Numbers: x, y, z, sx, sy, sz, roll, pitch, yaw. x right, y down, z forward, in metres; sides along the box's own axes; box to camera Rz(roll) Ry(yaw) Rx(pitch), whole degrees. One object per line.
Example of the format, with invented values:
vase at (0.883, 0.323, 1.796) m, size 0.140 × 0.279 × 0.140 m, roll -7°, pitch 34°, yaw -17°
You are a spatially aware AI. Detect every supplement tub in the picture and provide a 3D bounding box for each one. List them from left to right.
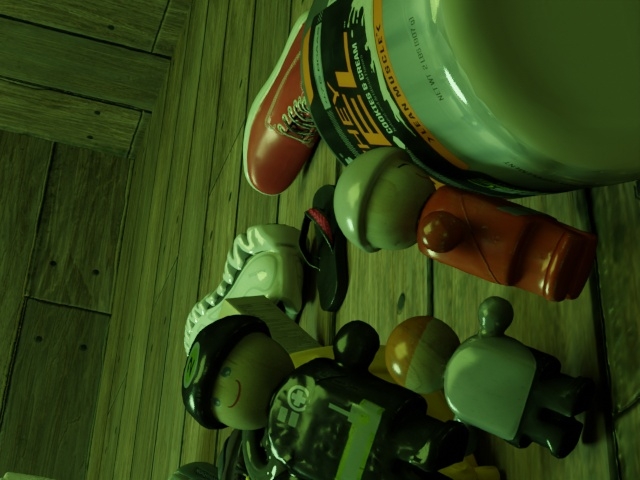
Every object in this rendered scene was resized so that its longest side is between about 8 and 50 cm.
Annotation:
supplement tub at (0.101, -0.119, 0.728) m, size 0.316 × 0.194 × 0.193 m, roll 174°, pitch 108°, yaw -75°

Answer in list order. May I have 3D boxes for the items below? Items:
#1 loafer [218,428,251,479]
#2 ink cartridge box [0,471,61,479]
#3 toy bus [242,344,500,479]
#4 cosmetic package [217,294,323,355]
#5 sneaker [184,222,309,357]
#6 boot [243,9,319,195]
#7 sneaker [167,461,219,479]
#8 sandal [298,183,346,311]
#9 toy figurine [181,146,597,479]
loafer at (-0.047, 0.230, 1.176) m, size 0.302 × 0.109 × 0.095 m, roll -122°, pitch 50°, yaw -74°
ink cartridge box at (-0.309, 0.444, 1.613) m, size 0.117 × 0.283 × 0.207 m, roll 118°, pitch 159°, yaw -46°
toy bus at (0.036, 0.215, 0.844) m, size 0.211 × 0.150 × 0.220 m, roll 54°, pitch 134°, yaw 50°
cosmetic package at (-0.055, 0.106, 1.290) m, size 0.115 × 0.060 × 0.041 m, roll 39°, pitch 120°, yaw 40°
sneaker at (-0.093, 0.109, 1.457) m, size 0.292 × 0.110 × 0.118 m, roll 117°, pitch 150°, yaw -45°
boot at (-0.023, -0.143, 1.433) m, size 0.176 × 0.088 × 0.244 m, roll -111°, pitch 40°, yaw -62°
sneaker at (-0.165, 0.421, 1.506) m, size 0.129 × 0.111 × 0.297 m, roll 86°, pitch -160°, yaw -86°
sandal at (0.000, 0.000, 1.305) m, size 0.179 × 0.040 × 0.067 m, roll -94°, pitch 21°, yaw -47°
toy figurine at (0.044, 0.080, 0.652) m, size 0.213 × 0.148 × 0.209 m, roll -52°, pitch -32°, yaw -28°
